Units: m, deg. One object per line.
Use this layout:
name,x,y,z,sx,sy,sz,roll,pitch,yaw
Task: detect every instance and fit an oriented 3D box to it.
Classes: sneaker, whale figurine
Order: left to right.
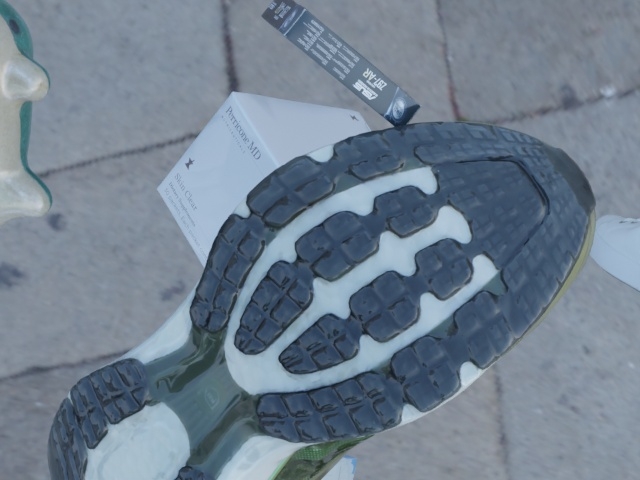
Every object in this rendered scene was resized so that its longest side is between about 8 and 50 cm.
whale figurine,-0.372,-0.150,1.627,0.216,0.141,0.272,-18,101,27
sneaker,0.009,0.059,0.876,0.410,0.182,0.158,-37,75,34
sneaker,0.358,0.006,1.433,0.123,0.106,0.290,-69,21,11

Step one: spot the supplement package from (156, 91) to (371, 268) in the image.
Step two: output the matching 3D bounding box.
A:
supplement package,0.000,0.000,1.485,0.145,0.204,0.262,-49,59,27

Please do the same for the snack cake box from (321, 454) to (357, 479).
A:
snack cake box,-0.091,0.340,2.014,0.264,0.089,0.152,11,91,36

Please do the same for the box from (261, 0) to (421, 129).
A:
box,0.010,-0.096,0.788,0.083,0.067,0.018,37,96,-21
